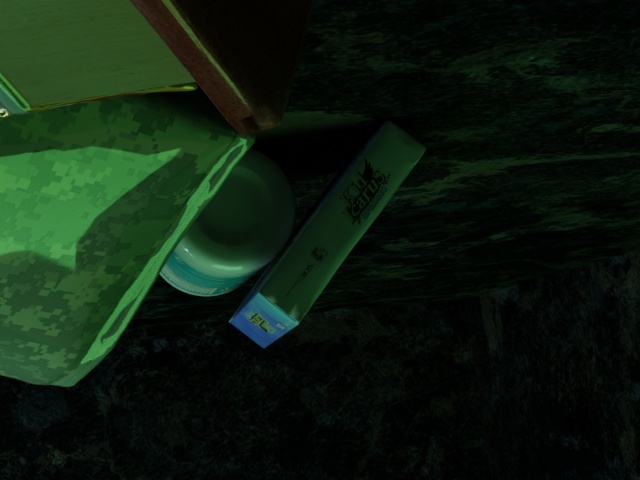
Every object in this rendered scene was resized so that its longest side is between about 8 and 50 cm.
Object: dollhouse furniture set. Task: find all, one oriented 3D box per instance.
[{"bbox_3d":[-0.157,-0.182,0.400,0.201,0.152,0.374,-4,148,25],"label":"dollhouse furniture set"}]

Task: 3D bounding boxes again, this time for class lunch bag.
[{"bbox_3d":[-0.213,-0.036,0.787,0.235,0.169,0.287,15,127,-33],"label":"lunch bag"}]

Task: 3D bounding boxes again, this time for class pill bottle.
[{"bbox_3d":[-0.125,-0.015,1.542,0.146,0.146,0.264,-6,172,-14],"label":"pill bottle"}]

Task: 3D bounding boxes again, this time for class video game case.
[{"bbox_3d":[0.000,0.000,1.530,0.061,0.244,0.269,36,165,-3],"label":"video game case"}]
